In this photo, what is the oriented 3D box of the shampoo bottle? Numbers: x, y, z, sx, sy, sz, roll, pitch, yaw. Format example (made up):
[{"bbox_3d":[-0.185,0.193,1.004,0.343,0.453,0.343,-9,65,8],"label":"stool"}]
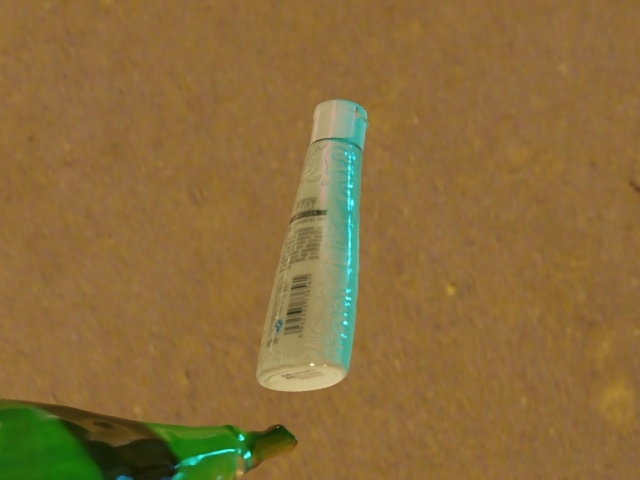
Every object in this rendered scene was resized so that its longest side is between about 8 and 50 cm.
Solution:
[{"bbox_3d":[0.000,0.000,1.116,0.069,0.041,0.190,-19,54,44],"label":"shampoo bottle"}]

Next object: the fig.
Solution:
[{"bbox_3d":[-0.185,0.216,1.127,0.314,0.233,0.233,-6,44,-37],"label":"fig"}]
